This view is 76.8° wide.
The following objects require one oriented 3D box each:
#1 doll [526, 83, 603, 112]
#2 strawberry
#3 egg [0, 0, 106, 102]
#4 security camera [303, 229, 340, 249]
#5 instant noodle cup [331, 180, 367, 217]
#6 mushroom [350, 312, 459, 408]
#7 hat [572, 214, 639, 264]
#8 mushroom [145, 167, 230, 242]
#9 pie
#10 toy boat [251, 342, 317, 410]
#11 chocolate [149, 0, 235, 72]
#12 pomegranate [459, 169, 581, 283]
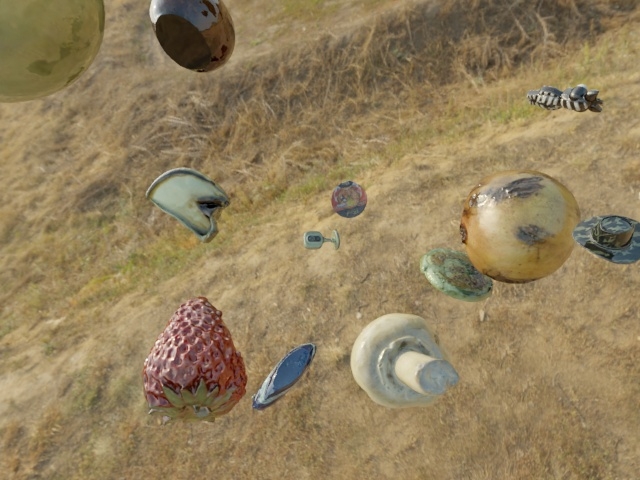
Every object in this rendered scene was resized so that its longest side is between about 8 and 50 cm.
[{"bbox_3d":[0.727,-0.422,1.200,0.067,0.091,0.219,-55,41,-4],"label":"doll"},{"bbox_3d":[-0.243,0.224,0.809,0.205,0.205,0.244,-19,46,9],"label":"strawberry"},{"bbox_3d":[-0.409,-0.283,0.501,0.296,0.218,0.218,-18,44,29],"label":"egg"},{"bbox_3d":[0.000,0.000,1.064,0.092,0.058,0.058,-5,42,-16],"label":"security camera"},{"bbox_3d":[0.092,-0.145,1.428,0.127,0.127,0.135,-28,8,0],"label":"instant noodle cup"},{"bbox_3d":[0.262,0.363,1.197,0.315,0.336,0.314,2,80,-13],"label":"mushroom"},{"bbox_3d":[0.513,-0.014,0.703,0.121,0.050,0.121,-6,52,8],"label":"hat"},{"bbox_3d":[-0.465,-0.158,1.545,0.217,0.292,0.212,-47,0,11],"label":"mushroom"},{"bbox_3d":[0.433,0.107,1.280,0.241,0.054,0.240,9,35,-6],"label":"pie"},{"bbox_3d":[-0.101,0.374,1.082,0.067,0.291,0.220,42,62,11],"label":"toy boat"},{"bbox_3d":[-0.242,-0.425,0.791,0.177,0.176,0.176,-13,47,15],"label":"chocolate"},{"bbox_3d":[0.518,-0.035,1.076,0.322,0.322,0.322,-13,47,15],"label":"pomegranate"}]
